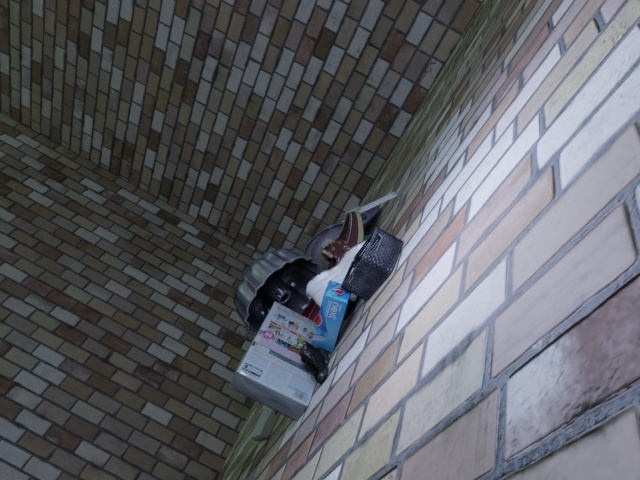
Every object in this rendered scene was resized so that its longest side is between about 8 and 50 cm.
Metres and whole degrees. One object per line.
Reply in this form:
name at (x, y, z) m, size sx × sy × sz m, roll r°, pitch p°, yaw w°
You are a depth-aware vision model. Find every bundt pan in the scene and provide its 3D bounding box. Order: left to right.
bundt pan at (-0.160, 0.163, 1.769) m, size 0.331 × 0.124 × 0.330 m, roll -33°, pitch -37°, yaw -30°

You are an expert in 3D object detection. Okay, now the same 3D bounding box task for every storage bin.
storage bin at (0.136, 0.065, 1.387) m, size 0.122 × 0.084 × 0.180 m, roll -63°, pitch 1°, yaw -38°

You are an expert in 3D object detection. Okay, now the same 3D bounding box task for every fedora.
fedora at (0.070, 0.064, 2.021) m, size 0.275 × 0.244 × 0.124 m, roll -50°, pitch 35°, yaw 22°

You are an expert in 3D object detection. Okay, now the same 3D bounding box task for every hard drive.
hard drive at (-0.199, 0.687, 2.061) m, size 0.203 × 0.040 × 0.307 m, roll -62°, pitch 1°, yaw -27°

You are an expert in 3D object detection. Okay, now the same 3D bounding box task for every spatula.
spatula at (0.195, -0.141, 2.094) m, size 0.242 × 0.019 × 0.168 m, roll -26°, pitch 6°, yaw 9°

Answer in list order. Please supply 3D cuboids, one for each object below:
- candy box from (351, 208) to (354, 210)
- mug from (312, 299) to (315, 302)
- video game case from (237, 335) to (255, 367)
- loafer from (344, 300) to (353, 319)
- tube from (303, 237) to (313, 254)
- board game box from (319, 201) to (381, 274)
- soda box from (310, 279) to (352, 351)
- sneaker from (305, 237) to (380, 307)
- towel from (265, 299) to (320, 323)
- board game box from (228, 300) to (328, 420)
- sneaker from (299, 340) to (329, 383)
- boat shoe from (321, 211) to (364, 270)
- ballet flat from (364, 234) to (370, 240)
candy box at (0.171, -0.071, 2.503) m, size 0.027 × 0.105 × 0.206 m, roll -60°, pitch 1°, yaw 40°
mug at (-0.009, 0.215, 2.317) m, size 0.158 × 0.097 × 0.129 m, roll -50°, pitch 9°, yaw 52°
video game case at (-0.164, 0.430, 2.059) m, size 0.061 × 0.270 × 0.244 m, roll 58°, pitch 133°, yaw 35°
loafer at (0.090, 0.160, 1.605) m, size 0.170 × 0.061 × 0.062 m, roll -60°, pitch 0°, yaw 2°
tube at (0.000, 0.000, 2.114) m, size 0.207 × 0.052 × 0.080 m, roll -26°, pitch -35°, yaw -51°
board game box at (0.118, 0.011, 2.257) m, size 0.318 × 0.066 × 0.319 m, roll -61°, pitch -12°, yaw 28°
soda box at (0.031, 0.219, 1.485) m, size 0.067 × 0.071 × 0.210 m, roll -63°, pitch -11°, yaw -53°
sneaker at (0.099, 0.104, 1.552) m, size 0.297 × 0.129 × 0.111 m, roll -41°, pitch -18°, yaw 12°
towel at (-0.097, 0.298, 1.962) m, size 0.031 × 0.275 × 0.198 m, roll -1°, pitch 55°, yaw 56°
board game box at (-0.107, 0.355, 1.573) m, size 0.097 × 0.224 × 0.303 m, roll -63°, pitch -1°, yaw 39°
sneaker at (-0.023, 0.343, 1.476) m, size 0.051 × 0.089 × 0.170 m, roll -61°, pitch 1°, yaw 11°
boat shoe at (0.064, 0.050, 1.808) m, size 0.123 × 0.123 × 0.342 m, roll 148°, pitch 136°, yaw -71°
ballet flat at (0.168, 0.032, 1.891) m, size 0.168 × 0.057 × 0.052 m, roll -56°, pitch -32°, yaw -64°
